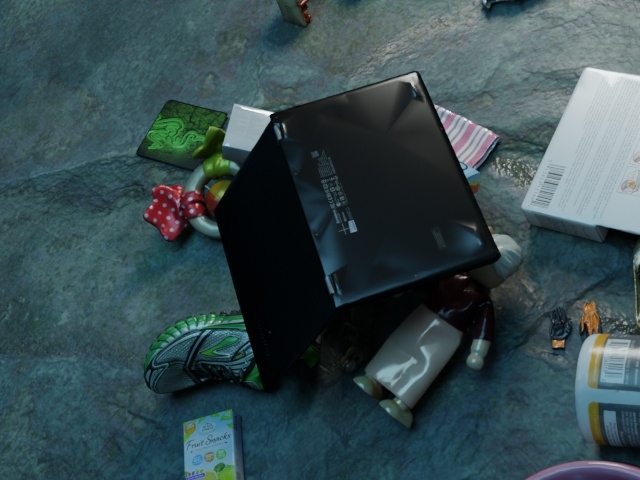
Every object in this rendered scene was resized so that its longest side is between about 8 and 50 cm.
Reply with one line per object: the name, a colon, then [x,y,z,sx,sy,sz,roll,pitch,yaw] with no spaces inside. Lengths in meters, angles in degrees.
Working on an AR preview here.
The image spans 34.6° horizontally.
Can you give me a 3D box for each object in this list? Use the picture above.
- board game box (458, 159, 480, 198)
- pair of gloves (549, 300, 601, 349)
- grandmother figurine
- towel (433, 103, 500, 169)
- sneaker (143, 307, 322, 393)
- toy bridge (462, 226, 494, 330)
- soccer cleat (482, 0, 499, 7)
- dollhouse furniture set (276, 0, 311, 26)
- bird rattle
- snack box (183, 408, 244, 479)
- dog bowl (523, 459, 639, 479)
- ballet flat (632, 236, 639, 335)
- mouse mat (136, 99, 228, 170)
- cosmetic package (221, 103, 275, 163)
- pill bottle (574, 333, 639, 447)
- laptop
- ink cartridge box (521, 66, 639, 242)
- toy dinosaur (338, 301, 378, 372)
board game box: [0.127,-0.099,1.804,0.144,0.142,0.275,-25,44,-30]
pair of gloves: [0.404,0.136,1.630,0.083,0.010,0.074,-11,59,25]
grandmother figurine: [0.198,0.125,1.670,0.208,0.104,0.342,41,90,16]
towel: [0.218,-0.178,1.906,0.144,0.029,0.197,-49,51,-7]
sneaker: [-0.159,0.201,1.811,0.343,0.134,0.146,-22,54,15]
toy bridge: [0.256,0.066,1.741,0.063,0.026,0.188,-6,60,28]
soccer cleat: [0.400,-0.507,1.989,0.196,0.068,0.076,-17,60,27]
dollhouse furniture set: [0.002,-0.605,2.242,0.262,0.135,0.259,28,66,37]
bird rattle: [-0.217,-0.091,2.030,0.207,0.143,0.253,36,85,22]
snack box: [-0.186,0.374,1.782,0.100,0.037,0.141,-18,55,17]
dog bowl: [0.372,0.474,1.355,0.408,0.150,0.408,-14,57,21]
ballet flat: [0.514,0.066,1.577,0.073,0.067,0.206,-11,57,23]
mouse mat: [-0.302,-0.230,2.230,0.189,0.007,0.152,17,71,35]
cosmetic package: [-0.062,-0.184,1.971,0.239,0.060,0.099,13,67,0]
pill bottle: [0.508,0.214,1.431,0.278,0.162,0.162,0,62,27]
laptop: [0.035,-0.016,1.703,0.408,0.236,0.382,-18,61,-2]
ink cartridge box: [0.509,-0.136,1.701,0.261,0.066,0.296,16,71,35]
toy dinosaur: [0.058,0.089,1.779,0.118,0.064,0.268,14,98,39]
